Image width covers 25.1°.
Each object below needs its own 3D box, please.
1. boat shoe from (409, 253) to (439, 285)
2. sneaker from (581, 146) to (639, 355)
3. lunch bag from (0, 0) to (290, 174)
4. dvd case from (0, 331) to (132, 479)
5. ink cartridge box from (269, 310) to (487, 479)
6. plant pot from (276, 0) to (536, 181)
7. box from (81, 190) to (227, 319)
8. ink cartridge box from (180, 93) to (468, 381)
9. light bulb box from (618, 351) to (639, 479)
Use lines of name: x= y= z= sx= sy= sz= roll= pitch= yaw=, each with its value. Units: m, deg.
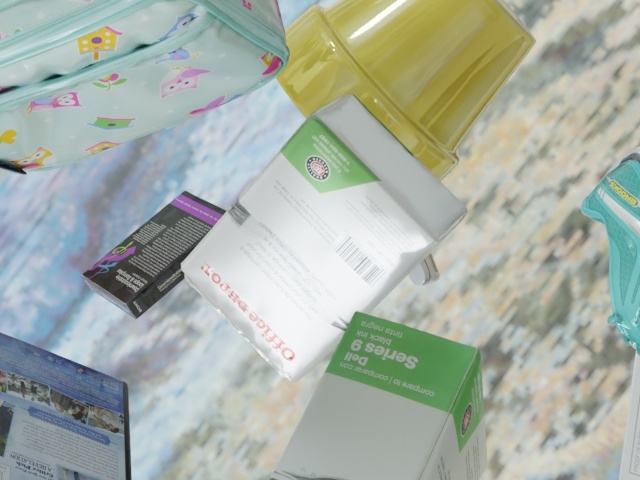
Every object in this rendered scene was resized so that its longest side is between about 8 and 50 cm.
boat shoe: x=0.112 y=0.007 z=1.684 sx=0.035 sy=0.100 sz=0.035 roll=-5 pitch=-30 yaw=-40
sneaker: x=0.274 y=0.056 z=1.066 sx=0.110 sy=0.107 sz=0.275 roll=-35 pitch=54 yaw=32
lunch bag: x=-0.180 y=-0.142 z=1.053 sx=0.279 sy=0.107 sz=0.224 roll=-20 pitch=-13 yaw=18
dvd case: x=-0.268 y=0.188 z=1.400 sx=0.022 sy=0.180 sz=0.253 roll=-56 pitch=24 yaw=22
ink cartridge box: x=0.032 y=0.240 z=1.200 sx=0.211 sy=0.122 sz=0.289 roll=80 pitch=-147 yaw=-53
plant pot: x=0.108 y=-0.207 z=1.657 sx=0.239 sy=0.254 sz=0.254 roll=-41 pitch=9 yaw=14
box: x=-0.181 y=0.014 z=1.632 sx=0.162 sy=0.029 sz=0.116 roll=-40 pitch=34 yaw=-18
ink cartridge box: x=0.000 y=0.000 z=1.328 sx=0.219 sy=0.160 sz=0.092 roll=-46 pitch=-4 yaw=31
light bulb box: x=0.548 y=0.208 z=1.731 sx=0.361 sy=0.225 sz=0.357 roll=-14 pitch=-66 yaw=-50
